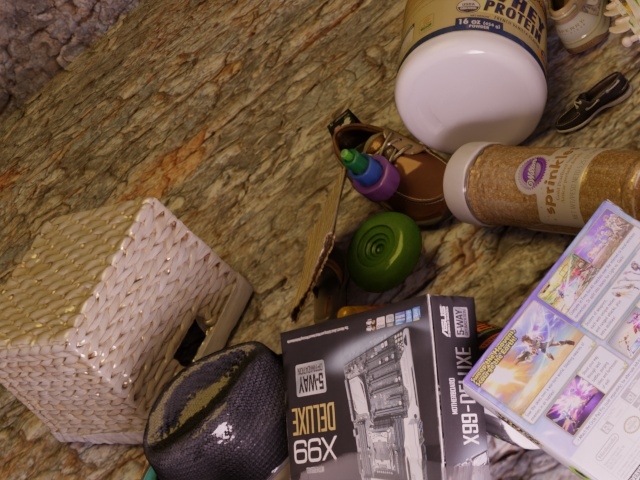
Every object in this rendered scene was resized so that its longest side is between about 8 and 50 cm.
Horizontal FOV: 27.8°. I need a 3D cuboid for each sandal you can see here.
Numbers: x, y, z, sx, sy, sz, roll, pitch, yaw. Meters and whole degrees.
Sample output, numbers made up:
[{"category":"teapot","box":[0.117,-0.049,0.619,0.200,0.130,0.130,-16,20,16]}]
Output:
[{"category":"sandal","box":[0.007,0.064,2.018,0.072,0.049,0.180,-30,33,24]}]

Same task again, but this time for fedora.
[{"category":"fedora","box":[-0.129,0.257,1.814,0.334,0.152,0.334,-24,38,20]}]

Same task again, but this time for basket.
[{"category":"basket","box":[-0.351,0.137,2.155,0.331,0.266,0.328,-7,45,44]}]

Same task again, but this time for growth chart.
[{"category":"growth chart","box":[0.512,-0.389,1.971,0.172,0.021,0.237,-22,36,21]}]

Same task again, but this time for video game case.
[{"category":"video game case","box":[0.332,0.128,1.406,0.244,0.061,0.269,36,79,23]}]

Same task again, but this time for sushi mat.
[{"category":"sushi mat","box":[0.000,0.000,1.952,0.316,0.019,0.151,-77,12,-69]}]

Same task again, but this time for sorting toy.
[{"category":"sorting toy","box":[0.062,0.017,1.845,0.127,0.126,0.365,-22,54,30]}]

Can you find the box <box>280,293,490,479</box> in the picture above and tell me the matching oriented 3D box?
[{"category":"box","box":[0.071,0.209,1.572,0.307,0.076,0.242,-18,71,53]}]

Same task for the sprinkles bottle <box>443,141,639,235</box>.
[{"category":"sprinkles bottle","box":[0.321,-0.068,1.727,0.355,0.121,0.121,8,59,54]}]

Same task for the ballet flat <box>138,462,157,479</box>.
[{"category":"ballet flat","box":[-0.227,0.337,1.967,0.206,0.073,0.067,-63,7,-33]}]

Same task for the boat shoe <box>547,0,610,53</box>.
[{"category":"boat shoe","box":[0.413,-0.418,2.079,0.104,0.089,0.285,-27,34,28]}]

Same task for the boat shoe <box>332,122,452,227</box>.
[{"category":"boat shoe","box":[0.112,-0.112,2.038,0.122,0.120,0.324,-50,30,-9]}]

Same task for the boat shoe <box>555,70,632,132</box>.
[{"category":"boat shoe","box":[0.393,-0.202,1.887,0.125,0.038,0.046,-30,33,24]}]

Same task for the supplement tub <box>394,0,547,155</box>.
[{"category":"supplement tub","box":[0.238,-0.307,2.017,0.228,0.228,0.316,-25,35,30]}]

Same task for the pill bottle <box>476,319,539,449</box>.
[{"category":"pill bottle","box":[0.191,0.165,1.588,0.130,0.130,0.245,-54,31,-16]}]

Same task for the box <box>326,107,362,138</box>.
[{"category":"box","box":[0.055,-0.178,2.247,0.052,0.062,0.083,-39,31,13]}]
